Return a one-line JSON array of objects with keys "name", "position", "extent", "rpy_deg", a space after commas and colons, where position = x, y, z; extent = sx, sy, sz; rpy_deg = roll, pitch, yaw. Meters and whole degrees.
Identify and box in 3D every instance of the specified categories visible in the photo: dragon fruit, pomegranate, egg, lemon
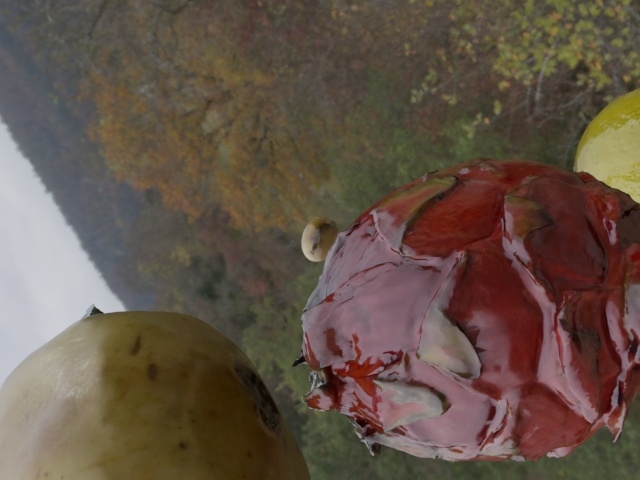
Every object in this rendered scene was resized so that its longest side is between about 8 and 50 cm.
[{"name": "dragon fruit", "position": [0.150, 0.061, 0.701], "extent": [0.277, 0.343, 0.277], "rpy_deg": [0, -90, -80]}, {"name": "pomegranate", "position": [-0.170, 0.232, 0.728], "extent": [0.332, 0.332, 0.332], "rpy_deg": [58, 173, 12]}, {"name": "egg", "position": [0.000, 0.000, 1.430], "extent": [0.071, 0.083, 0.071], "rpy_deg": [29, 165, 8]}, {"name": "lemon", "position": [0.509, -0.120, 1.236], "extent": [0.240, 0.219, 0.240], "rpy_deg": [-5, -90, -68]}]

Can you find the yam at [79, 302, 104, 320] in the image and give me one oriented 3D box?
[{"name": "yam", "position": [-0.273, 0.272, 1.128], "extent": [0.348, 0.241, 0.241], "rpy_deg": [46, 178, -22]}]
